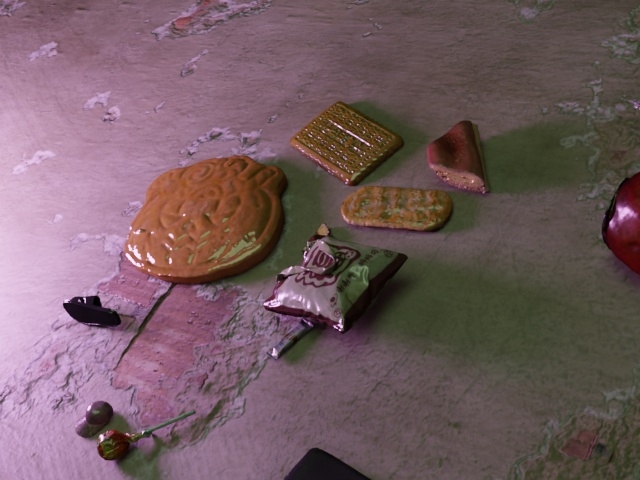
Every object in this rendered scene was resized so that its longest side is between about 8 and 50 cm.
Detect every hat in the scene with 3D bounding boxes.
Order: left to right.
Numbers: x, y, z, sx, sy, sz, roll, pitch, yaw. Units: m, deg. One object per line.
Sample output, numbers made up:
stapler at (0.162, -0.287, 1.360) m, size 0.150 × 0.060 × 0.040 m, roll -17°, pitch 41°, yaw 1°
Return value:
hat at (-0.455, 0.350, 1.830) m, size 0.087 × 0.042 × 0.058 m, roll -26°, pitch 44°, yaw 1°

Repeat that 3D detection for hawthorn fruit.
hawthorn fruit at (0.601, -0.011, 1.583) m, size 0.189 × 0.190 × 0.251 m, roll -32°, pitch 51°, yaw -5°

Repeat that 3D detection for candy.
candy at (-0.333, 0.365, 1.763) m, size 0.200 × 0.060 × 0.060 m, roll -21°, pitch 45°, yaw -4°

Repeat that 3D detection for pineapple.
pineapple at (0.000, 0.000, 1.957) m, size 0.045 × 0.019 × 0.083 m, roll 15°, pitch 59°, yaw 41°

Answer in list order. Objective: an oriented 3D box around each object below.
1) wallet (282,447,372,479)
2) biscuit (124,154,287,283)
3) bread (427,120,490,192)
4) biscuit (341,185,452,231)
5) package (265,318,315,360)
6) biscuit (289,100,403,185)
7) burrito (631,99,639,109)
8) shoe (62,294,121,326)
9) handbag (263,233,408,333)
wallet at (0.036, 0.448, 1.521) m, size 0.250 × 0.044 × 0.149 m, roll 22°, pitch 58°, yaw 38°
biscuit at (-0.260, -0.056, 2.095) m, size 0.385 × 0.062 × 0.365 m, roll -4°, pitch 48°, yaw 21°
bread at (0.287, -0.172, 1.945) m, size 0.119 × 0.067 × 0.192 m, roll -7°, pitch 49°, yaw 9°
biscuit at (0.158, -0.070, 1.940) m, size 0.247 × 0.029 × 0.118 m, roll 5°, pitch 52°, yaw 28°
package at (-0.060, 0.194, 1.810) m, size 0.110 × 0.015 × 0.037 m, roll -42°, pitch 41°, yaw -17°
biscuit at (0.056, -0.233, 2.133) m, size 0.172 × 0.029 × 0.254 m, roll -41°, pitch 46°, yaw -13°
burrito at (0.756, -0.168, 1.706) m, size 0.445 × 0.101 × 0.139 m, roll 31°, pitch 73°, yaw 38°
shoe at (-0.490, 0.150, 2.018) m, size 0.159 × 0.062 × 0.053 m, roll 9°, pitch 42°, yaw 31°
handbag at (0.028, 0.083, 1.798) m, size 0.235 × 0.127 × 0.213 m, roll 11°, pitch 53°, yaw 46°
